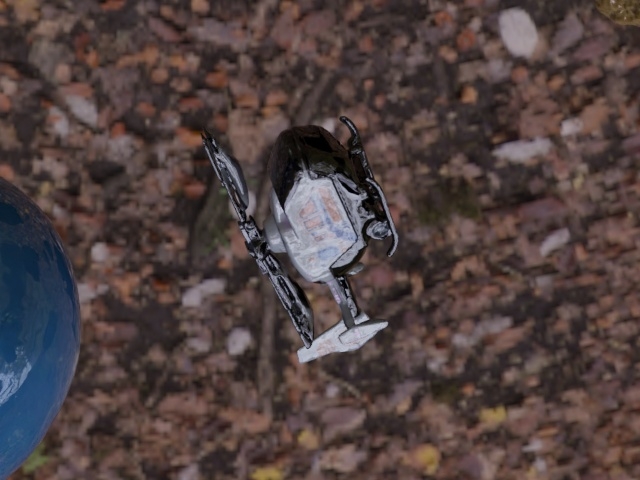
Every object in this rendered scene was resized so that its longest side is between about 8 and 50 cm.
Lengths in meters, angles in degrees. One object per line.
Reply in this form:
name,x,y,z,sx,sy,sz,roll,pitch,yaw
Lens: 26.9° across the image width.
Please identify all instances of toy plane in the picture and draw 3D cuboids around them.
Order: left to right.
toy plane,0.001,0.000,0.721,0.078,0.053,0.197,-21,139,0

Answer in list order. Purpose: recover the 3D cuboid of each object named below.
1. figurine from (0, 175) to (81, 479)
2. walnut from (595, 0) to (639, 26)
figurine,-0.287,-0.037,0.470,0.416,0.243,0.298,47,151,5
walnut,0.241,-0.199,0.993,0.082,0.096,0.079,-24,109,-28
